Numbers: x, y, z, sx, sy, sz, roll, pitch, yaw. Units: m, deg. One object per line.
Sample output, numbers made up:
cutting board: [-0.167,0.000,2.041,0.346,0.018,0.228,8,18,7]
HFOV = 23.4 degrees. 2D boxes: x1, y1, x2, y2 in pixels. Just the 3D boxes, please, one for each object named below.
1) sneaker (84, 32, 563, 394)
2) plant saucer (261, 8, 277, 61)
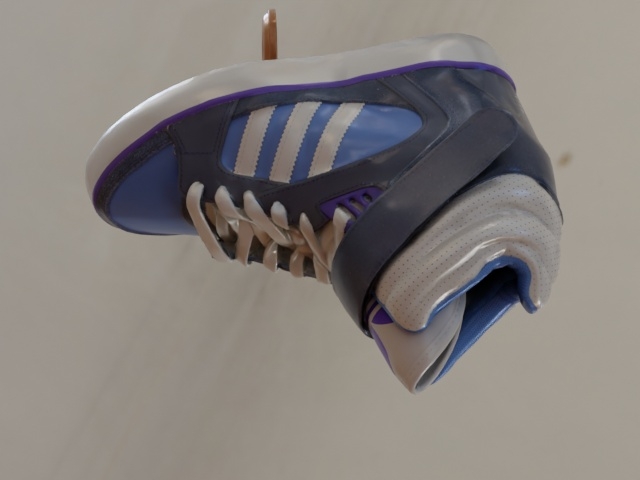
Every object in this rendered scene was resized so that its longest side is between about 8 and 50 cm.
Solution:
sneaker: [0.000,0.000,1.036,0.322,0.236,0.130,-14,-34,6]
plant saucer: [-0.049,-0.181,1.488,0.013,0.083,0.083,0,-27,-4]
